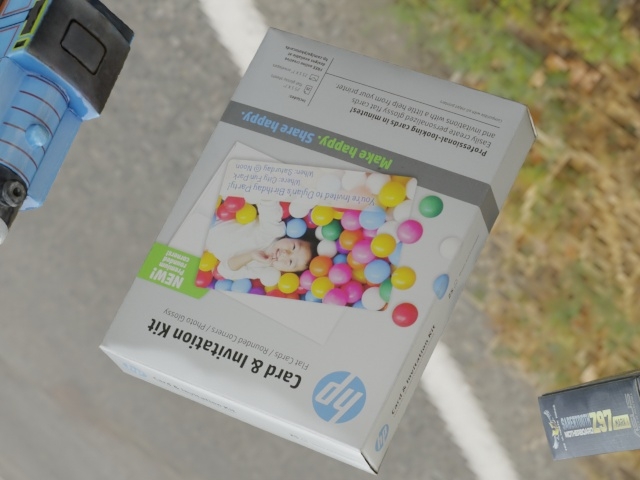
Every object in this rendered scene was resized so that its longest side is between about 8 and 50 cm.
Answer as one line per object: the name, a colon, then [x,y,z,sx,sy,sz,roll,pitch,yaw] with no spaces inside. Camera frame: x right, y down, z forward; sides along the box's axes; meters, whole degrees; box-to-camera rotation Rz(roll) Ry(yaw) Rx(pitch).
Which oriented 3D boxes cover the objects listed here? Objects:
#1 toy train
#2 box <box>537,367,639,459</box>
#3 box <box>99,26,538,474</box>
toy train: [-0.180,-0.064,1.025,0.105,0.184,0.080,-11,138,44]
box: [0.308,0.114,1.412,0.183,0.233,0.059,146,112,-72]
box: [0.000,0.000,0.880,0.145,0.186,0.038,20,163,24]
